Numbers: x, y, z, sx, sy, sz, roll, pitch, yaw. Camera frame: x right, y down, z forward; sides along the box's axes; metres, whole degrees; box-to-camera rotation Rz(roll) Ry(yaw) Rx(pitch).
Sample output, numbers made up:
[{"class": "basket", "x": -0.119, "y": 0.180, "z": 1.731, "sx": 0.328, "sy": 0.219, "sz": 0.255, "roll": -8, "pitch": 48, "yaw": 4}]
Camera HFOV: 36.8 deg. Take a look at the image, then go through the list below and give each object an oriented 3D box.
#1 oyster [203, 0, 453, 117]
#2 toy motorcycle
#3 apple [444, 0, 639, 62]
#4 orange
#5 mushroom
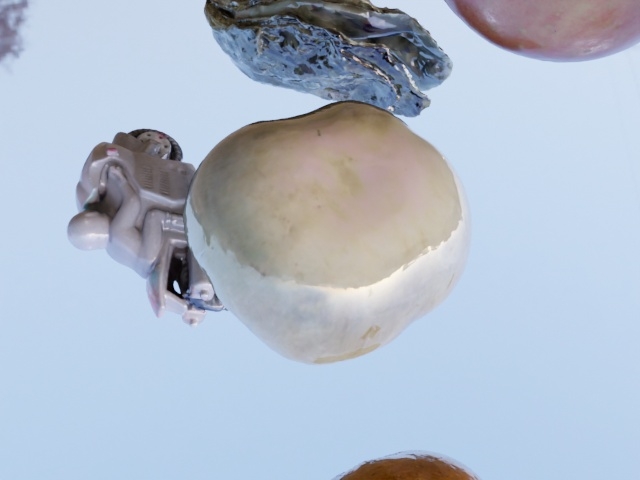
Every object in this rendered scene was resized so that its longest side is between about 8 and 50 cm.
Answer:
[{"class": "oyster", "x": -0.015, "y": -0.246, "z": 1.138, "sx": 0.351, "sy": 0.162, "sz": 0.158, "roll": 28, "pitch": -129, "yaw": 27}, {"class": "toy motorcycle", "x": -0.187, "y": -0.020, "z": 1.029, "sx": 0.171, "sy": 0.110, "sz": 0.260, "roll": -12, "pitch": -123, "yaw": -29}, {"class": "apple", "x": 0.160, "y": -0.205, "z": 0.611, "sx": 0.181, "sy": 0.168, "sz": 0.181, "roll": 6, "pitch": -113, "yaw": -14}, {"class": "orange", "x": 0.085, "y": 0.329, "z": 1.084, "sx": 0.240, "sy": 0.240, "sz": 0.171, "roll": -13, "pitch": -118, "yaw": -18}, {"class": "mushroom", "x": 0.000, "y": 0.000, "z": 0.891, "sx": 0.260, "sy": 0.234, "sz": 0.254, "roll": 22, "pitch": -121, "yaw": -8}]
